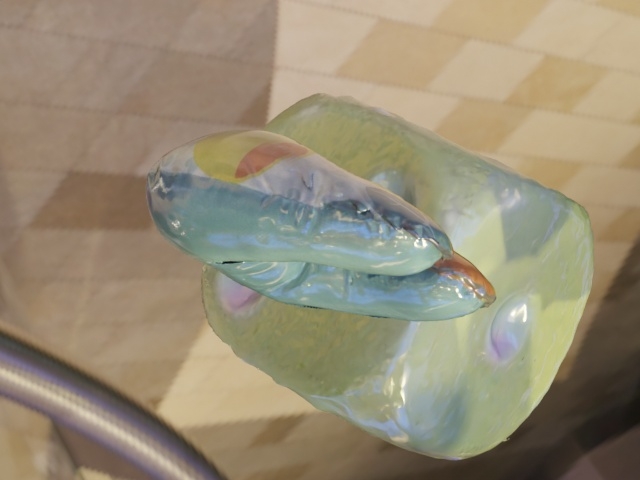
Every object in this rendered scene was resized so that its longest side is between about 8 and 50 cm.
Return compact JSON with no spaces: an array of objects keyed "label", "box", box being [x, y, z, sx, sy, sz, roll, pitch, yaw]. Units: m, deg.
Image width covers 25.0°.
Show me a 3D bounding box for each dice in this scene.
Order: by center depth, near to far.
[{"label":"dice","box":[0.068,0.030,1.258,0.252,0.250,0.254,22,92,-50]}]

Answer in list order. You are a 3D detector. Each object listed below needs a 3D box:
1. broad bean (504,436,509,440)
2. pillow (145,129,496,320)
[{"label":"broad bean","box":[0.156,0.119,1.612,0.039,0.227,0.069,-20,161,-34]},{"label":"pillow","box":[0.000,0.000,0.900,0.086,0.214,0.233,-69,156,-9]}]
